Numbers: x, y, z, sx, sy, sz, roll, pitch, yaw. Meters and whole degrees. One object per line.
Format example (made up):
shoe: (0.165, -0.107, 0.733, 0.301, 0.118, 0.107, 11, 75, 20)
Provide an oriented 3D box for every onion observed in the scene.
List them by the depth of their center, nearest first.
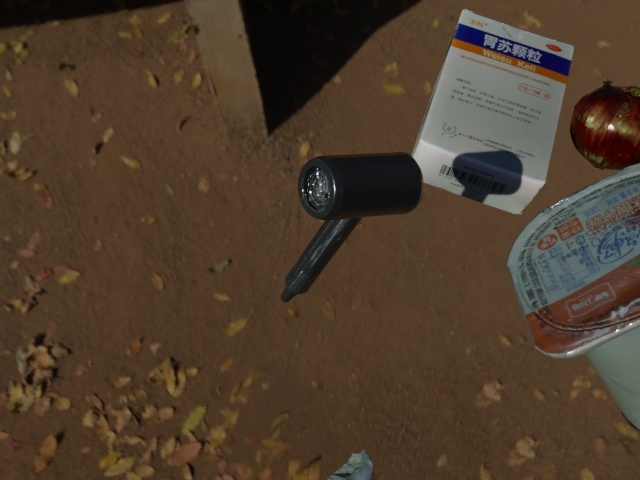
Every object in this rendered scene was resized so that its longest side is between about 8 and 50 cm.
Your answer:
onion: (0.373, -0.139, 0.963, 0.117, 0.119, 0.119, -14, 59, -29)

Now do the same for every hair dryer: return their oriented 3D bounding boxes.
hair dryer: (0.000, 0.000, 0.880, 0.128, 0.255, 0.070, -5, 54, -40)

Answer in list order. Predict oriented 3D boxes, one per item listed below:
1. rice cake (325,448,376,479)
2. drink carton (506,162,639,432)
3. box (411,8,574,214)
rice cake: (-0.001, 0.353, 0.954, 0.040, 0.085, 0.226, 5, 24, 40)
drink carton: (0.300, 0.058, 0.694, 0.185, 0.189, 0.191, -34, 28, 19)
box: (0.279, -0.212, 1.261, 0.200, 0.106, 0.299, 19, 62, 3)
